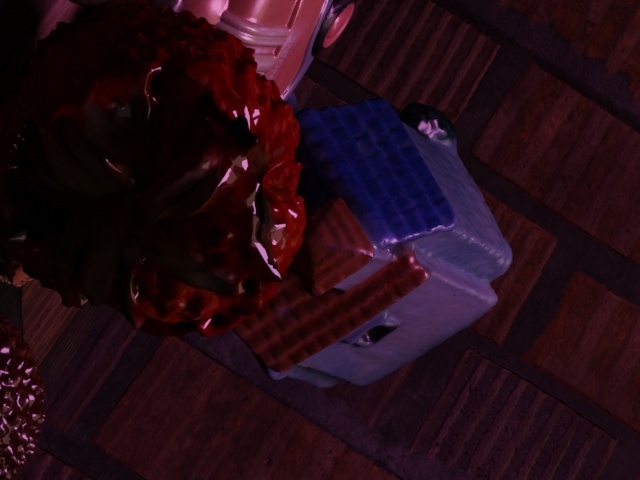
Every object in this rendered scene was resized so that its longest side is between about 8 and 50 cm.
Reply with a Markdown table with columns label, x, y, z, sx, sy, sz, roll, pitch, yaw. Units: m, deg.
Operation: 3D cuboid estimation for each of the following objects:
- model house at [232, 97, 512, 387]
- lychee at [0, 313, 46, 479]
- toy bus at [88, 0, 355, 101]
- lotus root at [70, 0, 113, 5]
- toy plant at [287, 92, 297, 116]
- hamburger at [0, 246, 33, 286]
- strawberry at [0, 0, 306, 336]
| label | x | y | z | sx | sy | sz | roll | pitch | yaw |
| --- | --- | --- | --- | --- | --- | --- | --- | --- | --- |
| model house | 0.000 | 0.000 | 1.456 | 0.295 | 0.251 | 0.329 | -34 | 160 | 20 |
| lychee | -0.322 | 0.139 | 1.216 | 0.188 | 0.188 | 0.188 | -57 | 180 | 1 |
| toy bus | -0.114 | -0.188 | 1.314 | 0.287 | 0.194 | 0.232 | -56 | 173 | 20 |
| lotus root | -0.139 | -0.238 | 1.052 | 0.090 | 0.077 | 0.183 | -56 | 179 | 39 |
| toy plant | -0.148 | -0.115 | 1.565 | 0.332 | 0.247 | 0.247 | -61 | 180 | 13 |
| hamburger | -0.283 | -0.024 | 1.322 | 0.176 | 0.087 | 0.102 | -50 | 173 | 27 |
| strawberry | -0.126 | -0.065 | 1.085 | 0.261 | 0.261 | 0.257 | -57 | -174 | 36 |
